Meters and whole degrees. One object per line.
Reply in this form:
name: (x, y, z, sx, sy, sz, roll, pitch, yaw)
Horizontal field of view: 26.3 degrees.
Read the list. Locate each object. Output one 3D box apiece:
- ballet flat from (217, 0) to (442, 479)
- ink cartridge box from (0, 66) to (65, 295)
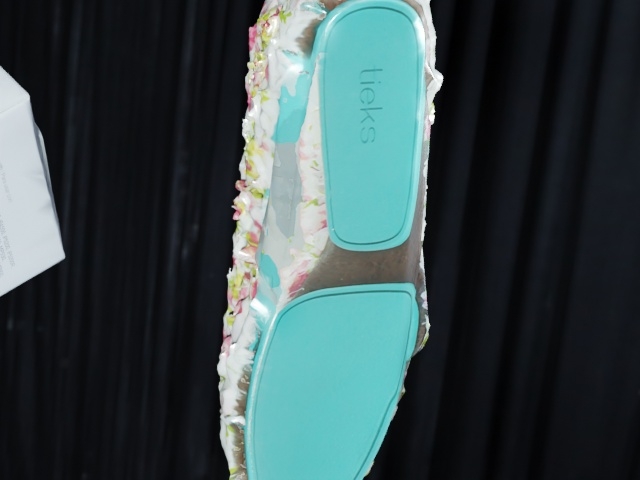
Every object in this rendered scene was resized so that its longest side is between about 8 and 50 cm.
ballet flat: (0.000, 0.000, 0.564, 0.091, 0.241, 0.077, 1, 21, -24)
ink cartridge box: (-0.241, -0.024, 0.700, 0.176, 0.127, 0.128, -32, 56, -23)
